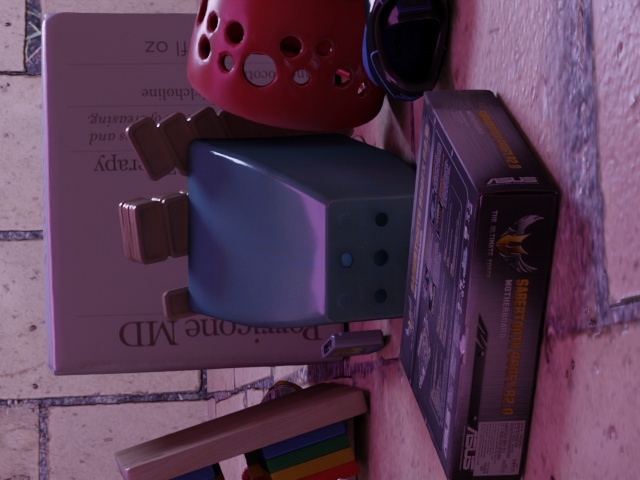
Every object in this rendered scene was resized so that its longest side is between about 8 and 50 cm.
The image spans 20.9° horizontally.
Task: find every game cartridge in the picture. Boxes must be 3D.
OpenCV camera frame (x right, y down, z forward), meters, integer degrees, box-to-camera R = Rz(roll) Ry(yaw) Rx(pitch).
[{"bbox_3d":[0.033,0.102,1.710,0.083,0.056,0.017,124,137,-75],"label":"game cartridge"}]

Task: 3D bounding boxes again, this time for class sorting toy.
[{"bbox_3d":[-0.083,0.239,1.885,0.255,0.257,0.089,163,89,-80],"label":"sorting toy"}]

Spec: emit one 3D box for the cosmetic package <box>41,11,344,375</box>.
[{"bbox_3d":[-0.160,-0.044,2.037,0.327,0.329,0.393,154,114,-79],"label":"cosmetic package"}]

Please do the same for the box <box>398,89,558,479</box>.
[{"bbox_3d":[0.108,0.031,1.248,0.183,0.056,0.231,-108,20,-63],"label":"box"}]

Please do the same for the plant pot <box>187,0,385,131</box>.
[{"bbox_3d":[-0.017,-0.215,1.614,0.191,0.191,0.174,-107,28,-59],"label":"plant pot"}]

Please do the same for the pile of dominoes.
[{"bbox_3d":[-0.072,-0.042,1.679,0.040,0.251,0.196,15,115,59],"label":"pile of dominoes"}]

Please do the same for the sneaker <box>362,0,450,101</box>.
[{"bbox_3d":[0.069,-0.229,1.415,0.090,0.081,0.232,-134,36,-72],"label":"sneaker"}]

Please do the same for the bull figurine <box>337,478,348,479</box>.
[{"bbox_3d":[0.039,0.368,1.579,0.188,0.101,0.310,114,152,-60],"label":"bull figurine"}]

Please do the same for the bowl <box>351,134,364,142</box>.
[{"bbox_3d":[0.003,-0.024,1.816,0.170,0.080,0.170,178,90,-81],"label":"bowl"}]

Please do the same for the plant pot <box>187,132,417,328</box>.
[{"bbox_3d":[0.000,0.000,1.561,0.234,0.165,0.165,-160,69,-63],"label":"plant pot"}]

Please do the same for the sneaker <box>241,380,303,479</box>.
[{"bbox_3d":[-0.043,0.256,2.180,0.225,0.088,0.092,98,-168,-56],"label":"sneaker"}]
